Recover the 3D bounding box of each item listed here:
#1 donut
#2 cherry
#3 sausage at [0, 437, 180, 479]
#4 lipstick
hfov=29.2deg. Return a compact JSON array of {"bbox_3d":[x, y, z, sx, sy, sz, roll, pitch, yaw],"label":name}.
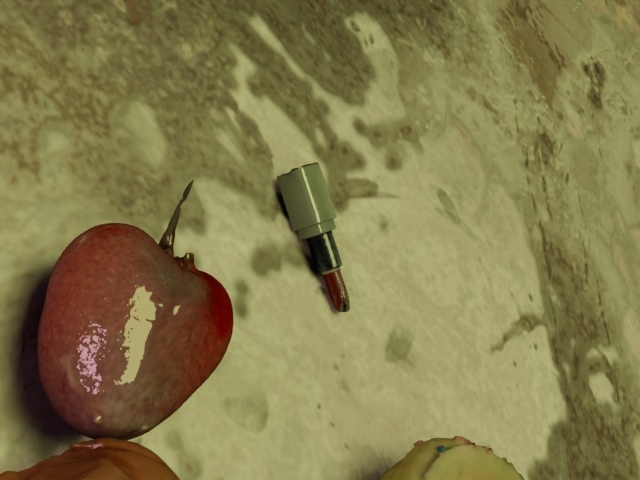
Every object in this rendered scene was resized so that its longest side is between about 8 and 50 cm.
[{"bbox_3d":[0.094,0.194,0.834,0.166,0.065,0.108,39,45,-29],"label":"donut"},{"bbox_3d":[-0.106,0.046,0.661,0.126,0.087,0.106,-44,104,-38],"label":"cherry"},{"bbox_3d":[-0.078,0.241,0.564,0.121,0.121,0.304,-8,76,-51],"label":"sausage"},{"bbox_3d":[0.000,0.000,0.859,0.025,0.025,0.107,-21,94,-52],"label":"lipstick"}]
